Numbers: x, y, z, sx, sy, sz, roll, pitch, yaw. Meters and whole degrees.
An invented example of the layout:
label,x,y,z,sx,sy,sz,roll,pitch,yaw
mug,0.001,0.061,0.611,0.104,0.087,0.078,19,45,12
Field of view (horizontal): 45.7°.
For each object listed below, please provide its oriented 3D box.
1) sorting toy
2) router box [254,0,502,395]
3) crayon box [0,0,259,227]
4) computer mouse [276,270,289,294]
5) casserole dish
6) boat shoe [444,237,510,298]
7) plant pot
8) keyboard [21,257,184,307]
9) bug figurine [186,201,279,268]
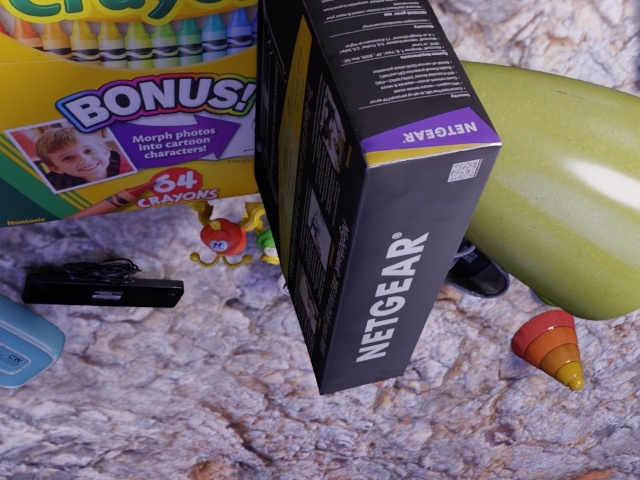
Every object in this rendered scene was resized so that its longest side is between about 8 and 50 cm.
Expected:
label,x,y,z,sx,sy,sz,roll,pitch,yaw
sorting toy,0.419,0.110,1.207,0.127,0.126,0.366,-8,134,-17
router box,0.015,-0.058,0.572,0.080,0.243,0.309,-11,149,-12
crayon box,-0.136,-0.160,0.670,0.362,0.106,0.313,-9,149,-13
computer mouse,0.015,0.041,1.017,0.193,0.042,0.106,11,131,-46
casserole dish,-0.400,0.126,0.929,0.114,0.037,0.188,-34,136,10
boat shoe,0.147,0.000,0.999,0.113,0.105,0.306,-41,133,15
plant pot,0.244,-0.085,0.882,0.293,0.275,0.275,23,120,-20
keyboard,-0.260,0.048,0.930,0.192,0.038,0.100,4,152,-28
bug figurine,0.000,0.000,0.841,0.278,0.072,0.216,1,176,8
